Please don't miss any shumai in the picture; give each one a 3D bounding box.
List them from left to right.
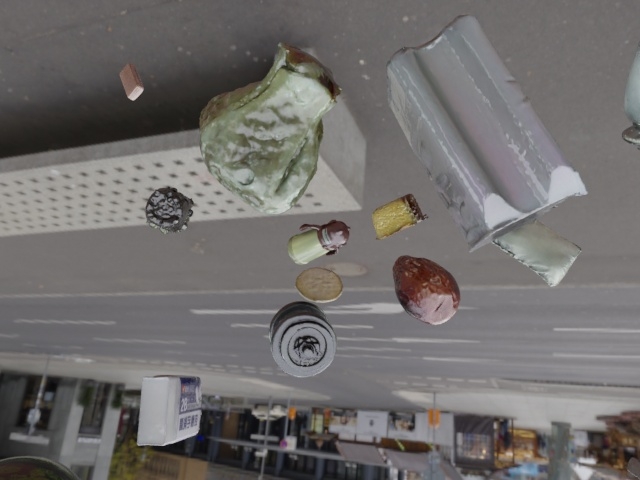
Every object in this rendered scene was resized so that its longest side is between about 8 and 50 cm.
[{"bbox_3d":[-0.082,-0.191,0.903,0.224,0.261,0.222,14,156,-21],"label":"shumai"}]

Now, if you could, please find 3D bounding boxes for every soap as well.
[{"bbox_3d":[0.338,-0.217,1.194,0.212,0.436,0.350,-29,172,5],"label":"soap"}]

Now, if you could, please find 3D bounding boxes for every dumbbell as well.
[{"bbox_3d":[-0.055,0.285,1.567,0.191,0.192,0.290,8,-175,-9],"label":"dumbbell"}]

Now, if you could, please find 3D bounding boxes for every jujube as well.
[{"bbox_3d":[0.280,0.127,1.471,0.168,0.168,0.236,16,-162,-28],"label":"jujube"}]

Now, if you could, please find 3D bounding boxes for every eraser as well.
[{"bbox_3d":[-0.293,0.329,1.054,0.067,0.125,0.210,1,166,3],"label":"eraser"}]

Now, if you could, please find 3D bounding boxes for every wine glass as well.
[{"bbox_3d":[0.610,-0.274,0.961,0.111,0.111,0.205,0,120,15],"label":"wine glass"}]

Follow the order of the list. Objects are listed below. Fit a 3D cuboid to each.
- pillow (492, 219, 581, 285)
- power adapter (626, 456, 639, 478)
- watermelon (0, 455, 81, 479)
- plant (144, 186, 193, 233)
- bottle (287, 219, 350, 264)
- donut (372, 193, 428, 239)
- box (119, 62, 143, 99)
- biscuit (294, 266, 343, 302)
[{"bbox_3d":[0.538,0.006,1.372,0.229,0.128,0.051,40,171,23],"label":"pillow"},{"bbox_3d":[0.592,0.412,0.838,0.130,0.125,0.205,27,179,-27],"label":"power adapter"},{"bbox_3d":[-0.536,0.515,0.945,0.268,0.269,0.269,5,161,2],"label":"watermelon"},{"bbox_3d":[-0.297,-0.061,1.044,0.091,0.095,0.143,18,174,-10],"label":"plant"},{"bbox_3d":[0.001,0.000,0.791,0.101,0.047,0.063,-24,151,36],"label":"bottle"},{"bbox_3d":[0.201,-0.064,1.423,0.141,0.085,0.217,-24,179,15],"label":"donut"},{"bbox_3d":[-0.491,-0.413,1.391,0.048,0.115,0.025,-44,143,19],"label":"box"},{"bbox_3d":[-0.003,0.134,1.630,0.151,0.152,0.020,6,130,-2],"label":"biscuit"}]
